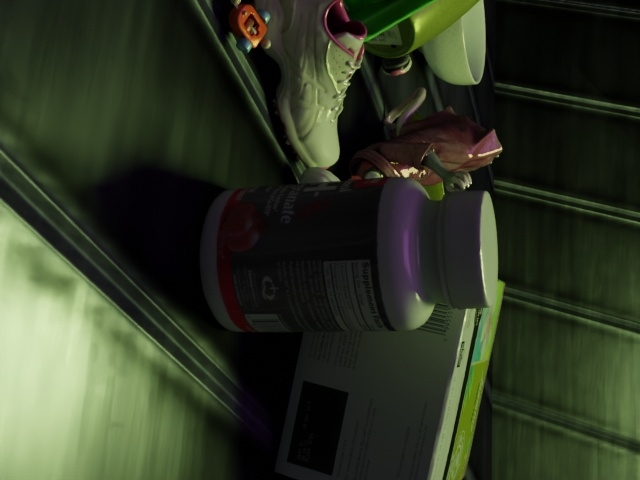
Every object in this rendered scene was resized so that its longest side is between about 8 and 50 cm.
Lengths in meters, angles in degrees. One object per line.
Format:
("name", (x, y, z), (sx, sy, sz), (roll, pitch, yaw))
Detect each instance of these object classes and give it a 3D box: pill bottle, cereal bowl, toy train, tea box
("pill bottle", (0.037, 0.017, 0.976), (0.176, 0.318, 0.176), (-3, 90, -71))
("cereal bowl", (0.301, -0.539, 2.020), (0.339, 0.141, 0.339), (-2, 90, -71))
("toy train", (-0.084, -0.324, 1.042), (0.125, 0.046, 0.166), (43, 69, -50))
("tea box", (0.117, 0.190, 1.247), (0.323, 0.219, 0.329), (11, 91, -70))

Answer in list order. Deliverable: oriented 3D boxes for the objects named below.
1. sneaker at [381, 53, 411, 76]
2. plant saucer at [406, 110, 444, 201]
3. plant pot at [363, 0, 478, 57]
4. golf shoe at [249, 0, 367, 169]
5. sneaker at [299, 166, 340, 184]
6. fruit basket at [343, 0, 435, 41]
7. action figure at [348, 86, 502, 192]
("sneaker", (0.149, -0.403, 1.707), (0.075, 0.063, 0.170), (67, 24, -46))
("plant saucer", (0.219, -0.166, 1.831), (0.188, 0.045, 0.189), (-106, -176, -65))
("plant pot", (0.169, -0.474, 1.527), (0.294, 0.274, 0.275), (-59, 145, -31))
("golf shoe", (0.002, -0.231, 1.170), (0.115, 0.140, 0.306), (-71, 153, -48))
("sneaker", (0.000, 0.000, 1.245), (0.094, 0.080, 0.212), (-44, 131, -51))
("fruit basket", (0.125, -0.456, 1.195), (0.392, 0.282, 0.392), (60, 1, -1))
("action figure", (0.159, -0.157, 1.526), (0.370, 0.248, 0.276), (-22, 75, -44))
